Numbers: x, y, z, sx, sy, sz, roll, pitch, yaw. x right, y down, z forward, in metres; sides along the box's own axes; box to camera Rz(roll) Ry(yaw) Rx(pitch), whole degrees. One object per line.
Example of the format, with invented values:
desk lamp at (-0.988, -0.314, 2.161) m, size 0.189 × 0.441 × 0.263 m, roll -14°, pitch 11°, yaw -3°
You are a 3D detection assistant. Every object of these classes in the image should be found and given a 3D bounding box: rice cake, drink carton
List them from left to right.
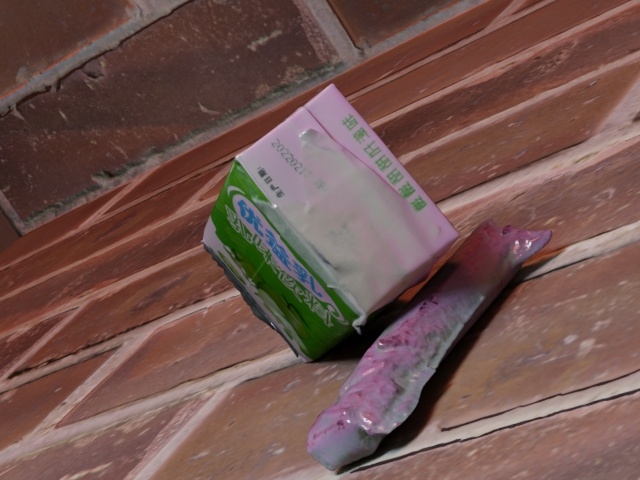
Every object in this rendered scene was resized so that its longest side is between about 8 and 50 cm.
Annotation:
drink carton at (0.000, 0.000, 1.378) m, size 0.108 × 0.161 × 0.271 m, roll -39°, pitch -4°, yaw -15°
rice cake at (0.083, 0.065, 1.262) m, size 0.081 × 0.051 × 0.290 m, roll -24°, pitch 15°, yaw 43°
